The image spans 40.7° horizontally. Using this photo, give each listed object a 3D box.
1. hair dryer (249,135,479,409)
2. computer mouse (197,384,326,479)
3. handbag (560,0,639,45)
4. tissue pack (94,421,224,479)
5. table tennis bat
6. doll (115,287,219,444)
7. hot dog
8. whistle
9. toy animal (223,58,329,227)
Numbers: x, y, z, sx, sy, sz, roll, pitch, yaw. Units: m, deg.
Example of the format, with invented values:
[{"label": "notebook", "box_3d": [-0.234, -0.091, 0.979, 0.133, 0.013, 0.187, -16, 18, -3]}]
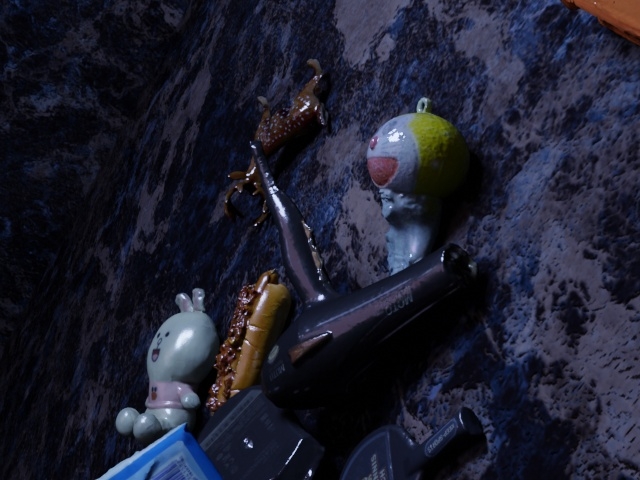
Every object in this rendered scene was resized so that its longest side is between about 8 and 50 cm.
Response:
[{"label": "hair dryer", "box_3d": [0.000, 0.000, 1.002, 0.303, 0.120, 0.360, -43, 61, 35]}, {"label": "computer mouse", "box_3d": [-0.066, 0.270, 1.046, 0.147, 0.088, 0.264, -47, 20, -2]}, {"label": "handbag", "box_3d": [0.371, -0.354, 0.721, 0.410, 0.116, 0.303, -58, 28, 18]}, {"label": "tissue pack", "box_3d": [-0.160, 0.356, 0.879, 0.198, 0.263, 0.146, -30, -6, -43]}, {"label": "table tennis bat", "box_3d": [0.079, 0.240, 0.862, 0.236, 0.027, 0.150, -50, 28, 35]}, {"label": "doll", "box_3d": [-0.234, 0.217, 1.419, 0.154, 0.113, 0.275, -19, 44, 47]}, {"label": "hot dog", "box_3d": [-0.109, 0.156, 1.251, 0.102, 0.076, 0.249, -11, 59, 65]}, {"label": "whistle", "box_3d": [0.101, -0.055, 0.992, 0.123, 0.122, 0.223, 7, 88, 65]}, {"label": "toy animal", "box_3d": [-0.078, -0.173, 1.482, 0.243, 0.087, 0.260, -43, 29, 43]}]
